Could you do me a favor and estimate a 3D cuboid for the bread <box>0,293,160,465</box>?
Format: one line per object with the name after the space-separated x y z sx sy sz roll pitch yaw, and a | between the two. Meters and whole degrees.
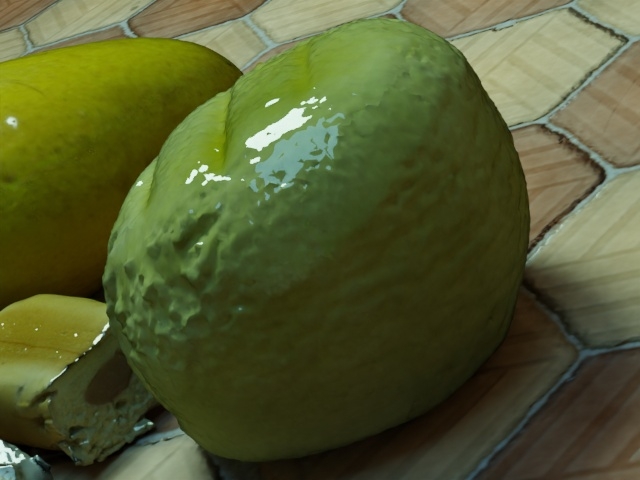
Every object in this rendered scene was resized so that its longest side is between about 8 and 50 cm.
-0.202 0.106 1.317 0.173 0.085 0.134 5 41 45 | bread

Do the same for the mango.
-0.249 -0.060 1.542 0.445 0.220 0.301 -32 23 -24 | mango

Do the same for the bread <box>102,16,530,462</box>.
-0.005 -0.010 1.190 0.321 0.237 0.320 -20 20 8 | bread

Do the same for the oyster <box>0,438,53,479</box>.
-0.259 0.189 1.115 0.100 0.275 0.271 -61 -7 25 | oyster
